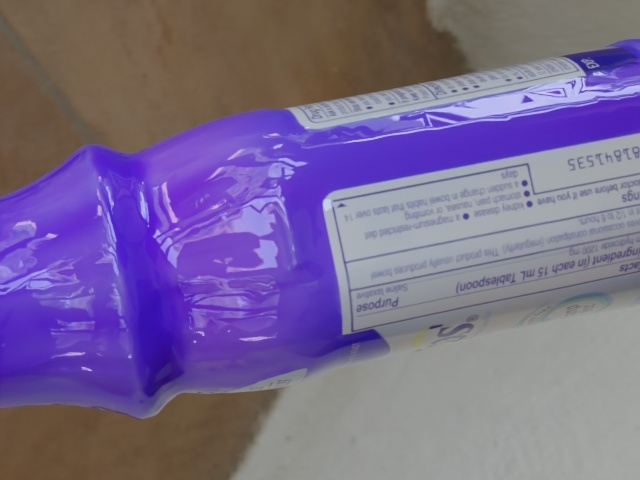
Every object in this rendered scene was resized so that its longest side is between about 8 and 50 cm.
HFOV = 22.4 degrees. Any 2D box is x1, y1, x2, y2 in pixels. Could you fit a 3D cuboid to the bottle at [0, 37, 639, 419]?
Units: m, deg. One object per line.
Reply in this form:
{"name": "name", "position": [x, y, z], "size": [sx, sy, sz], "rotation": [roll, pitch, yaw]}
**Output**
{"name": "bottle", "position": [0.000, 0.000, 0.544], "size": [0.282, 0.118, 0.092], "rotation": [-11, 86, -11]}
